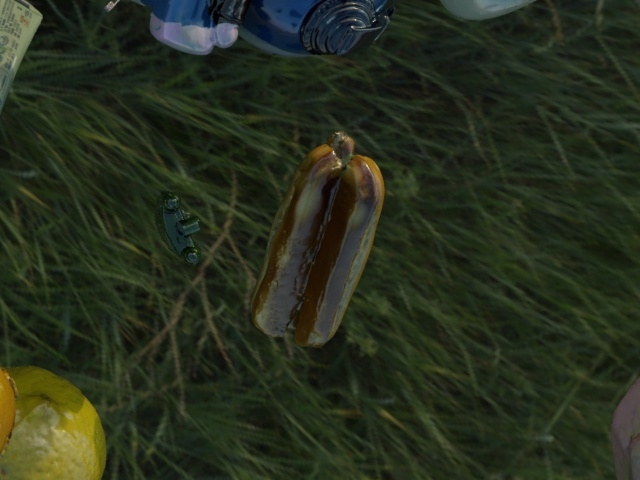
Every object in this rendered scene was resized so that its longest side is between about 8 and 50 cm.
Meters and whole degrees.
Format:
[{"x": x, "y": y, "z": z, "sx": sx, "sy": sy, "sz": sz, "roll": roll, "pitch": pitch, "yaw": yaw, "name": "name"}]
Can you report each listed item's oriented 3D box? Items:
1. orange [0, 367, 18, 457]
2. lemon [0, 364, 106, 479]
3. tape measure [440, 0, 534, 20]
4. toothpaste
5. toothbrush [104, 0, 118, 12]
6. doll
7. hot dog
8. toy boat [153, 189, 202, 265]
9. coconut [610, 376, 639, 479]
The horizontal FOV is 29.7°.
[{"x": -0.408, "y": 0.194, "z": 1.329, "sx": 0.155, "sy": 0.155, "sz": 0.134, "roll": -40, "pitch": 109, "yaw": -12, "name": "orange"}, {"x": -0.415, "y": 0.295, "z": 1.634, "sx": 0.267, "sy": 0.267, "sz": 0.267, "roll": -13, "pitch": 116, "yaw": -28, "name": "lemon"}, {"x": 0.145, "y": -0.287, "z": 0.913, "sx": 0.265, "sy": 0.258, "sz": 0.130, "roll": -34, "pitch": 113, "yaw": 8, "name": "tape measure"}, {"x": -0.392, "y": -0.209, "z": 1.447, "sx": 0.069, "sy": 0.268, "sz": 0.047, "roll": 11, "pitch": 140, "yaw": -8, "name": "toothpaste"}, {"x": -0.255, "y": -0.335, "z": 1.599, "sx": 0.008, "sy": 0.006, "sz": 0.097, "roll": 48, "pitch": 61, "yaw": -21, "name": "toothbrush"}, {"x": -0.059, "y": -0.327, "z": 1.403, "sx": 0.310, "sy": 0.284, "sz": 0.240, "roll": 1, "pitch": 138, "yaw": -37, "name": "doll"}, {"x": 0.000, "y": 0.000, "z": 1.612, "sx": 0.135, "sy": 0.100, "sz": 0.337, "roll": 20, "pitch": 125, "yaw": 3, "name": "hot dog"}, {"x": -0.192, "y": -0.019, "z": 1.614, "sx": 0.052, "sy": 0.210, "sz": 0.104, "roll": -24, "pitch": 96, "yaw": -8, "name": "toy boat"}, {"x": 0.281, "y": 0.137, "z": 0.658, "sx": 0.233, "sy": 0.245, "sz": 0.233, "roll": -5, "pitch": 137, "yaw": -4, "name": "coconut"}]
